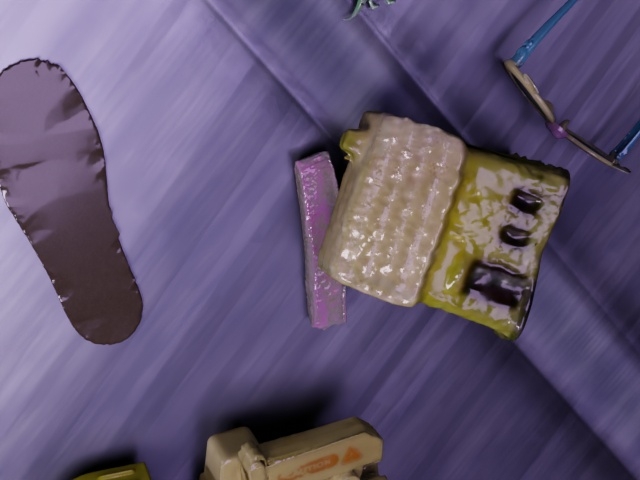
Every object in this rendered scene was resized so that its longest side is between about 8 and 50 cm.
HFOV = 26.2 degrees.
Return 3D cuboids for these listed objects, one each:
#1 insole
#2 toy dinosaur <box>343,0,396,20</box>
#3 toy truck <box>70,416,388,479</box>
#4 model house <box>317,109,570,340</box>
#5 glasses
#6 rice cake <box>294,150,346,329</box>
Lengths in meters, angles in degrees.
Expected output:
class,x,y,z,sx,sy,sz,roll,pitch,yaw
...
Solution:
class,x,y,z,sx,sy,sz,roll,pitch,yaw
insole,-0.258,-0.031,1.408,0.111,0.007,0.327,-20,117,-9
toy dinosaur,0.051,-0.267,1.413,0.083,0.021,0.062,-28,111,-11
toy truck,-0.104,0.333,1.518,0.405,0.180,0.254,-9,116,-17
model house,0.113,-0.025,1.462,0.234,0.175,0.193,16,99,-13
glasses,0.307,-0.205,1.523,0.190,0.088,0.220,38,76,-28
rice cake,0.000,0.000,1.496,0.047,0.036,0.206,-16,116,-27
